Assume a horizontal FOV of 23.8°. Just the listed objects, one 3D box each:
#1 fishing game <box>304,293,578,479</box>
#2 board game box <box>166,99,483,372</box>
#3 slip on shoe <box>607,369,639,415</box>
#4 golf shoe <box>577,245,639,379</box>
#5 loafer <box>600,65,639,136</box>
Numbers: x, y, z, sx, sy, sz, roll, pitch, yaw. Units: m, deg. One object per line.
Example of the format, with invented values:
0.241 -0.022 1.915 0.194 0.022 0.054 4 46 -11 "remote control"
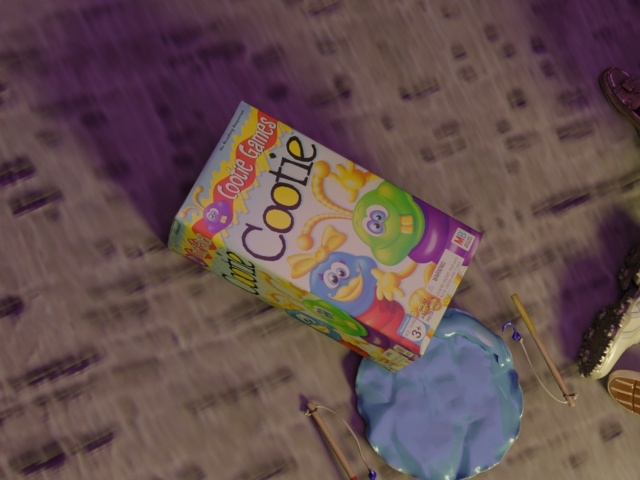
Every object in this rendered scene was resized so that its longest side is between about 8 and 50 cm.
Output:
0.124 0.165 1.614 0.264 0.041 0.189 -31 82 -11 "fishing game"
0.000 0.000 1.538 0.275 0.142 0.144 29 76 -2 "board game box"
0.380 0.168 1.678 0.135 0.051 0.041 15 38 -4 "slip on shoe"
0.352 0.090 1.670 0.086 0.069 0.176 37 76 -13 "golf shoe"
0.368 -0.148 1.722 0.045 0.039 0.125 -37 92 -16 "loafer"
